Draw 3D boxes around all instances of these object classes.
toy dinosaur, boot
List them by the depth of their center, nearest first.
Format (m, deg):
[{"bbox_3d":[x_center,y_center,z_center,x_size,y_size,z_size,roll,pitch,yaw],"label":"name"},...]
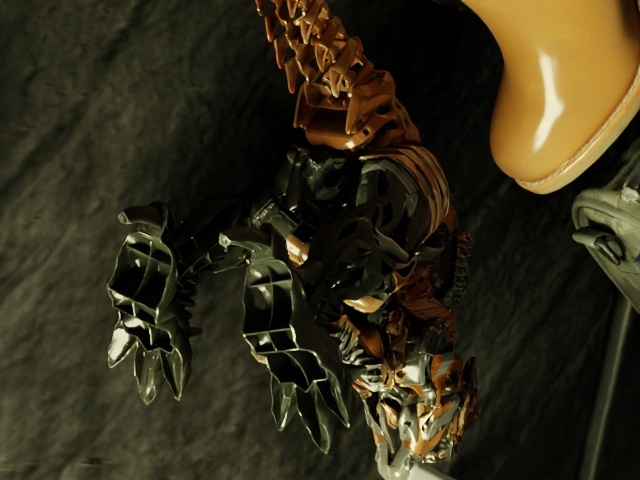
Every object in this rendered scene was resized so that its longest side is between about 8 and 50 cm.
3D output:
[{"bbox_3d":[0.077,-0.150,0.819,0.220,0.109,0.283,4,134,-20],"label":"boot"},{"bbox_3d":[0.000,0.000,0.889,0.218,0.164,0.322,-36,101,-39],"label":"toy dinosaur"}]

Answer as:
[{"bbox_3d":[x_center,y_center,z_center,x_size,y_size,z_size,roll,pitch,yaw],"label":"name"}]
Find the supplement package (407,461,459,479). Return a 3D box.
[{"bbox_3d":[0.106,0.257,0.885,0.198,0.199,0.262,-63,169,-6],"label":"supplement package"}]

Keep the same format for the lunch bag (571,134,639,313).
[{"bbox_3d":[0.329,-0.041,1.050,0.256,0.212,0.305,42,75,-17],"label":"lunch bag"}]
